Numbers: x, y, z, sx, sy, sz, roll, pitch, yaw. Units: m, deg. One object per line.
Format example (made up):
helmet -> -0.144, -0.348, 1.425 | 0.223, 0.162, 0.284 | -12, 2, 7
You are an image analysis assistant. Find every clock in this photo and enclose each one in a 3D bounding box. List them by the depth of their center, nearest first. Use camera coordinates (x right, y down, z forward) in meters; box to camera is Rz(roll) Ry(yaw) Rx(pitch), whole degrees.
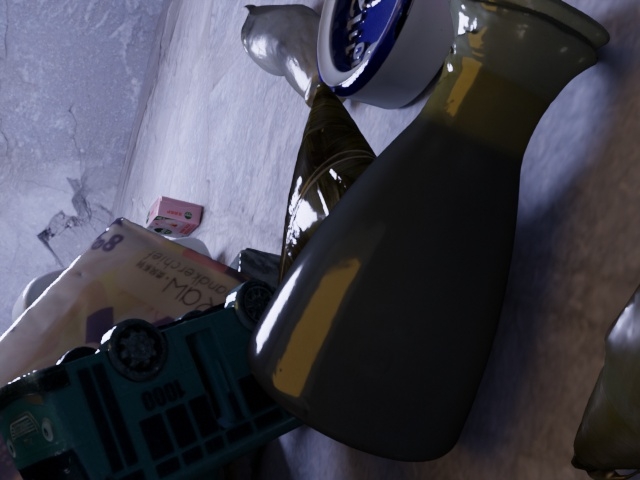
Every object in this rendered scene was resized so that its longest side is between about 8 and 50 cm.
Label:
clock -> 0.077, -0.256, 0.842 | 0.230, 0.083, 0.230 | -168, 90, -70

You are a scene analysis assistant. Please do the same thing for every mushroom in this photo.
mushroom -> -0.035, -0.265, 1.101 | 0.109, 0.097, 0.351 | -70, 25, 17

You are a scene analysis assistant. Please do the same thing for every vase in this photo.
vase -> 0.082, -0.019, 0.582 | 0.321, 0.173, 0.173 | -66, 23, 11

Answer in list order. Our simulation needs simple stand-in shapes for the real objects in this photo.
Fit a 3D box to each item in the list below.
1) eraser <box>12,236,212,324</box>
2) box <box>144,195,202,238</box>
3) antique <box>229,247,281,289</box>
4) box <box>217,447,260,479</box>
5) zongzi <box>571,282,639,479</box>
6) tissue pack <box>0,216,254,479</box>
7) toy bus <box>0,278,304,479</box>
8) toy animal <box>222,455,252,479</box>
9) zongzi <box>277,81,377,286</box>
eraser -> -0.345, 0.139, 1.327 | 0.150, 0.331, 0.331 | 147, 133, -59
box -> -0.298, -0.044, 1.619 | 0.125, 0.089, 0.043 | 148, 132, -62
antique -> -0.076, 0.103, 0.983 | 0.086, 0.088, 0.183 | -49, 33, 48
box -> -0.189, 0.253, 0.987 | 0.163, 0.243, 0.135 | -27, 42, 64
zongzi -> 0.202, 0.086, 0.287 | 0.260, 0.123, 0.289 | -112, 31, -52
tissue pack -> -0.230, 0.150, 0.847 | 0.242, 0.125, 0.343 | 22, 63, 36
toy bus -> -0.117, 0.131, 0.656 | 0.128, 0.256, 0.147 | -30, 81, 46
toy animal -> -0.086, 0.264, 0.817 | 0.272, 0.160, 0.197 | -51, 16, -5
zongzi -> 0.000, 0.000, 0.820 | 0.241, 0.111, 0.247 | -109, 33, -49
